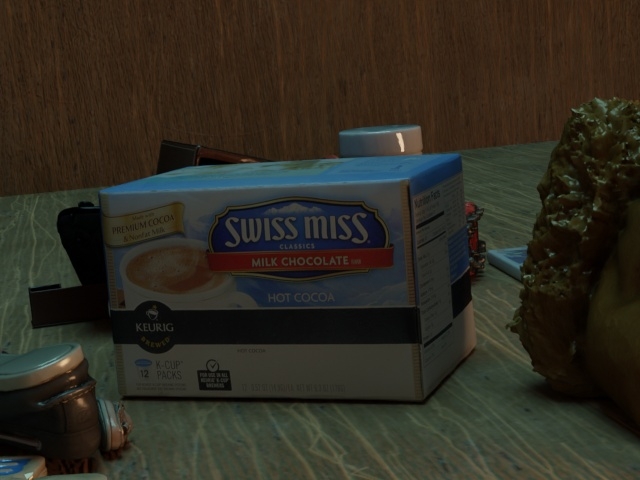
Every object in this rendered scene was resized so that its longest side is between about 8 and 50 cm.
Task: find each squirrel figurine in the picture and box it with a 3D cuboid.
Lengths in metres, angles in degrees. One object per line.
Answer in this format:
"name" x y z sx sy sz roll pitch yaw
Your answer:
"squirrel figurine" 0.328 -0.034 1.165 0.281 0.370 0.397 -12 11 -38

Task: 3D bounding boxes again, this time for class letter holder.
"letter holder" -0.187 -0.046 2.157 0.152 0.214 0.302 11 2 -18

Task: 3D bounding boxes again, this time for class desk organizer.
"desk organizer" -0.339 0.085 1.789 0.130 0.050 0.047 -7 9 -14

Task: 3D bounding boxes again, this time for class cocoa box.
"cocoa box" -0.029 0.032 1.389 0.347 0.228 0.231 -1 9 20

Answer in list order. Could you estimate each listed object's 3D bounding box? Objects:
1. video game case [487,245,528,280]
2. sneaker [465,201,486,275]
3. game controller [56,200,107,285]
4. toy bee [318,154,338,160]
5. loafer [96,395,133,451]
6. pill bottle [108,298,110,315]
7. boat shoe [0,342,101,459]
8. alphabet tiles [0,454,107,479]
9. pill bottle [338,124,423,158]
"video game case" 0.357 0.028 1.870 0.183 0.023 0.201 -6 9 -8
"sneaker" 0.177 -0.001 1.914 0.135 0.097 0.276 -3 7 8
"game controller" -0.266 0.016 1.788 0.166 0.067 0.319 -7 -17 -6
"toy bee" 0.000 0.000 1.815 0.162 0.195 0.298 -29 20 3
"loafer" -0.195 0.169 1.216 0.039 0.045 0.125 -1 5 -18
"pill bottle" -0.247 0.081 1.716 0.065 0.065 0.116 -4 9 5
"boat shoe" -0.315 0.158 1.232 0.112 0.095 0.335 -24 10 -37
"alphabet tiles" -0.315 0.224 0.994 0.278 0.021 0.284 -4 9 4
"pill bottle" 0.081 -0.014 1.568 0.136 0.245 0.136 -4 9 1
